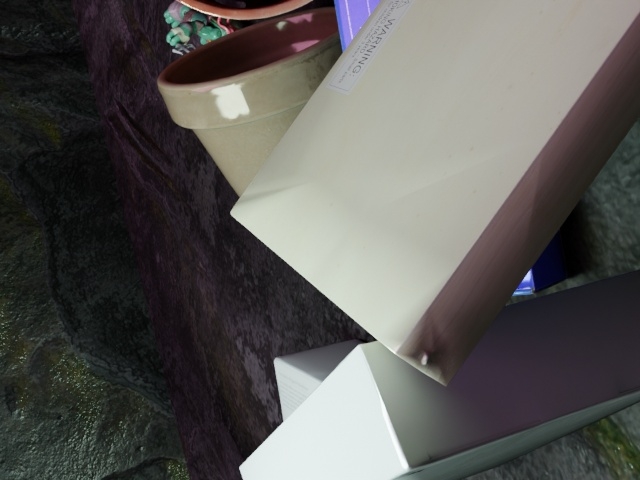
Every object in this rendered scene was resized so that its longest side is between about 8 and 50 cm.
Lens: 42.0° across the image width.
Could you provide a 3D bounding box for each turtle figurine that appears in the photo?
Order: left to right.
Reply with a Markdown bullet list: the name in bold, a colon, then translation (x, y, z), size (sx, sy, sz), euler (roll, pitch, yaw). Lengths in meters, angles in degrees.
- **turtle figurine**: translation (-0.174, -0.328, 1.397), size (0.175, 0.118, 0.234), euler (45, -174, -42)

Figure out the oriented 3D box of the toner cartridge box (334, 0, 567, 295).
- **toner cartridge box**: translation (0.117, -0.120, 0.790), size (0.165, 0.075, 0.347), euler (-7, 93, 41)

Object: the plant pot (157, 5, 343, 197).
- **plant pot**: translation (-0.042, -0.144, 1.056), size (0.263, 0.263, 0.229), euler (31, 146, 60)

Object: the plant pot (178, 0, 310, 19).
- **plant pot**: translation (-0.087, -0.377, 0.970), size (0.265, 0.272, 0.272), euler (-118, 21, -82)

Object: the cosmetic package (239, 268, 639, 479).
- **cosmetic package**: translation (0.109, 0.160, 0.737), size (0.097, 0.284, 0.377), euler (67, 153, 19)

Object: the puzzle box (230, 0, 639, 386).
- **puzzle box**: translation (0.117, -0.132, 0.581), size (0.409, 0.052, 0.272), euler (-54, 32, 1)

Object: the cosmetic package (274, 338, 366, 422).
- **cosmetic package**: translation (0.053, 0.266, 1.095), size (0.224, 0.138, 0.224), euler (10, 110, 65)
